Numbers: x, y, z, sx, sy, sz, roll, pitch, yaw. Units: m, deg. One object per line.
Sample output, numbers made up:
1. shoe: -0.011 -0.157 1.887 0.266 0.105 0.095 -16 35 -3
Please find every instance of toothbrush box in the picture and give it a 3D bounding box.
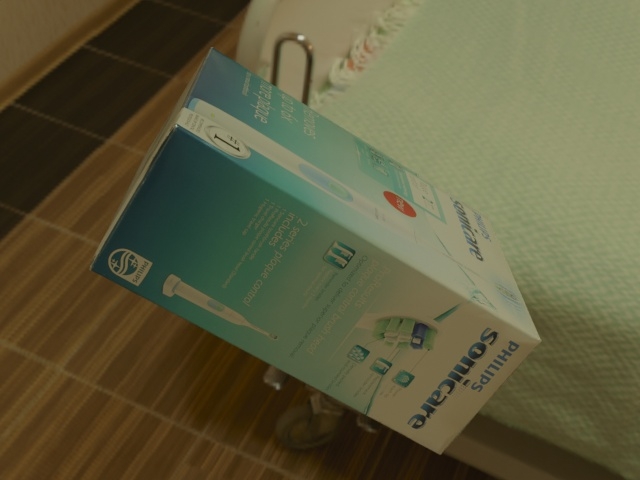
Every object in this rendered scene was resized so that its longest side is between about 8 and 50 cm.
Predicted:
1. toothbrush box: 0.000 0.000 0.689 0.296 0.126 0.216 31 21 -13
